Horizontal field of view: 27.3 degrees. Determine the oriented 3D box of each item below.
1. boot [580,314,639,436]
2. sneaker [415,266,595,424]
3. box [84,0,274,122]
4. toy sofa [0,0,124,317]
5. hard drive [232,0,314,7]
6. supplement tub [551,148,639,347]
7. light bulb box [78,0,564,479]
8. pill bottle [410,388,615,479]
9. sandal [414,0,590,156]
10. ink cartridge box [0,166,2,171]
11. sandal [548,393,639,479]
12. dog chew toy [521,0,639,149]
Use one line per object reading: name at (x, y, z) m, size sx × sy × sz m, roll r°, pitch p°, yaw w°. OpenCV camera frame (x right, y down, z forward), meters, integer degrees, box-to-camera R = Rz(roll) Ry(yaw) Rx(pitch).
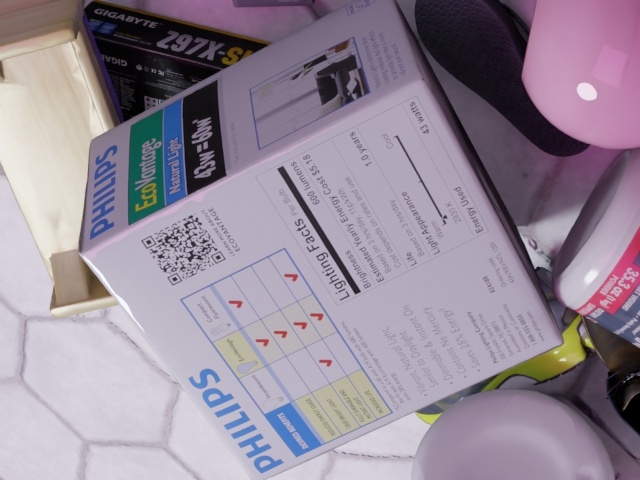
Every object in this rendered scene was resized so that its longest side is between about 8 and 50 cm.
boot at (0.335, 0.133, 1.385) m, size 0.082 × 0.106 × 0.219 m, roll -39°, pitch 71°, yaw 19°
sneaker at (0.206, 0.123, 1.573) m, size 0.300 × 0.111 × 0.121 m, roll -37°, pitch 93°, yaw 38°
box at (-0.134, -0.121, 1.537) m, size 0.322 × 0.079 × 0.257 m, roll 15°, pitch 134°, yaw 14°
toy sofa at (-0.283, -0.108, 1.490) m, size 0.150 × 0.177 × 0.362 m, roll -13°, pitch 123°, yaw 5°
hard drive at (-0.062, -0.309, 1.380) m, size 0.094 × 0.022 × 0.135 m, roll 3°, pitch 129°, yaw 24°
supplement tub at (0.391, 0.039, 1.333) m, size 0.272 × 0.191 × 0.191 m, roll 29°, pitch 134°, yaw 1°
light bulb box at (0.000, 0.000, 1.356) m, size 0.361 × 0.225 × 0.358 m, roll -26°, pitch 122°, yaw 10°
pill bottle at (0.217, 0.343, 1.581) m, size 0.224 × 0.224 × 0.392 m, roll 18°, pitch 157°, yaw 12°
sandal at (0.188, -0.185, 1.350) m, size 0.097 × 0.054 × 0.254 m, roll -17°, pitch 128°, yaw 44°
ink cartridge box at (-0.447, -0.197, 1.550) m, size 0.065 × 0.185 × 0.311 m, roll 11°, pitch 131°, yaw 21°
sandal at (0.424, 0.310, 1.539) m, size 0.416 × 0.102 × 0.169 m, roll 43°, pitch 167°, yaw 24°
dog chew toy at (0.353, -0.169, 1.180) m, size 0.332 × 0.206 × 0.206 m, roll 11°, pitch 132°, yaw 8°
